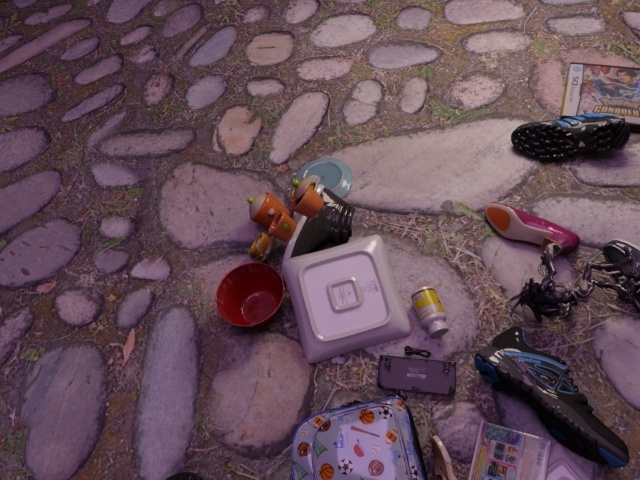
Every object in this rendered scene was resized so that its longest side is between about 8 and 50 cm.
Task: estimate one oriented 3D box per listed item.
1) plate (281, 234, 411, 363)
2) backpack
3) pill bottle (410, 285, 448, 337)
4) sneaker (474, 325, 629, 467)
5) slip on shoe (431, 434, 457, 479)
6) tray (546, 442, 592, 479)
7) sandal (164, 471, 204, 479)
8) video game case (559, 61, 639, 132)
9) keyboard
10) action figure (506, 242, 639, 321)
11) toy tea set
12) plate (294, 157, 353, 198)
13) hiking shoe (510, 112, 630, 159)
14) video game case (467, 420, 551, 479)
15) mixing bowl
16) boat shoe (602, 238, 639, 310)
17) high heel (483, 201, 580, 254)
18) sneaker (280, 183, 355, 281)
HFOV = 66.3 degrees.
[{"bbox_3d":[0.062,0.140,1.242,0.278,0.045,0.277,-16,73,-1],"label":"plate"},{"bbox_3d":[0.073,0.456,0.998,0.263,0.213,0.276,-17,58,11],"label":"backpack"},{"bbox_3d":[0.272,0.177,1.209,0.065,0.065,0.116,-17,57,0],"label":"pill bottle"},{"bbox_3d":[0.503,0.320,1.039,0.139,0.125,0.341,-38,61,-19],"label":"sneaker"},{"bbox_3d":[0.257,0.483,1.031,0.041,0.051,0.135,-17,64,-3],"label":"slip on shoe"},{"bbox_3d":[0.514,0.549,0.948,0.145,0.030,0.270,-32,58,-10],"label":"tray"},{"bbox_3d":[-0.265,0.703,0.977,0.167,0.107,0.446,-15,44,3],"label":"sandal"},{"bbox_3d":[0.891,-0.439,1.491,0.275,0.035,0.248,13,61,19],"label":"video game case"},{"bbox_3d":[0.229,0.306,1.164,0.180,0.023,0.108,3,65,12],"label":"keyboard"},{"bbox_3d":[0.570,0.100,1.135,0.276,0.164,0.141,-14,36,19],"label":"action figure"},{"bbox_3d":[-0.116,-0.091,1.323,0.124,0.336,0.200,33,47,-19],"label":"toy tea set"},{"bbox_3d":[0.008,-0.191,1.518,0.188,0.024,0.188,-5,58,8],"label":"plate"},{"bbox_3d":[0.715,-0.305,1.420,0.304,0.113,0.132,3,29,21],"label":"hiking shoe"},{"bbox_3d":[0.387,0.469,1.009,0.143,0.019,0.157,5,58,33],"label":"video game case"},{"bbox_3d":[-0.174,0.158,1.290,0.181,0.098,0.181,-5,58,8],"label":"mixing bowl"},{"bbox_3d":[0.747,0.108,1.145,0.079,0.095,0.254,-20,65,-15],"label":"boat shoe"},{"bbox_3d":[0.558,-0.042,1.300,0.117,0.082,0.244,-15,34,-37],"label":"high heel"},{"bbox_3d":[0.000,0.000,1.354,0.147,0.104,0.296,25,78,4],"label":"sneaker"}]
